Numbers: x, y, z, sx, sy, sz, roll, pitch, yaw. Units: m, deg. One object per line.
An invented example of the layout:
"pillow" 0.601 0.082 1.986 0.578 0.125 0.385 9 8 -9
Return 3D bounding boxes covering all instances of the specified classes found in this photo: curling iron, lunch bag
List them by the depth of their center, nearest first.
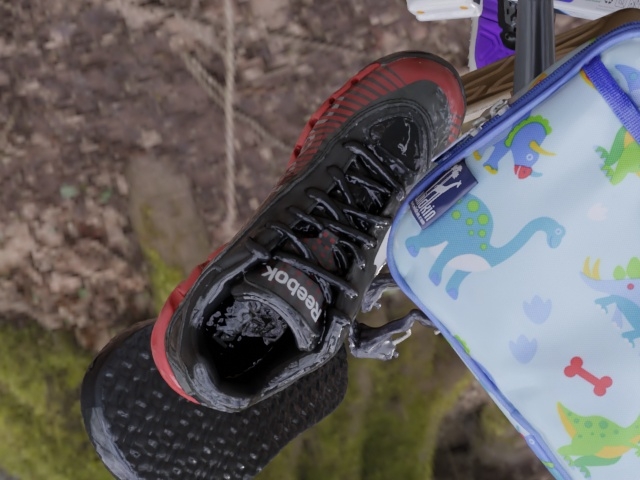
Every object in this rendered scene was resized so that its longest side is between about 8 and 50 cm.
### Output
"lunch bag" 0.151 0.020 0.644 0.176 0.219 0.090 -37 178 18
"curling iron" 0.136 -0.021 0.827 0.068 0.035 0.274 -11 103 -5

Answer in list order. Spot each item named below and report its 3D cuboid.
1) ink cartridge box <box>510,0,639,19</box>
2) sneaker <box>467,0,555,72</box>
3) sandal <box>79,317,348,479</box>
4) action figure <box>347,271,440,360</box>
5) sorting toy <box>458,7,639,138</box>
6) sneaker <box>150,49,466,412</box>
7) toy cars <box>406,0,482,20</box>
"ink cartridge box" 0.316 -0.337 1.538 0.045 0.206 0.208 18 92 -45
"sneaker" 0.255 -0.300 1.841 0.102 0.293 0.146 4 149 -12
"sandal" -0.105 0.148 1.345 0.107 0.167 0.446 -11 179 25
"action figure" 0.160 0.059 1.536 0.276 0.164 0.141 -8 150 17
"sorting toy" 0.133 -0.105 1.113 0.229 0.041 0.307 -16 -167 24
"sneaker" 0.000 0.000 0.891 0.097 0.135 0.276 39 93 -11
"toy cars" 0.188 -0.417 1.534 0.393 0.176 0.087 -53 151 17
